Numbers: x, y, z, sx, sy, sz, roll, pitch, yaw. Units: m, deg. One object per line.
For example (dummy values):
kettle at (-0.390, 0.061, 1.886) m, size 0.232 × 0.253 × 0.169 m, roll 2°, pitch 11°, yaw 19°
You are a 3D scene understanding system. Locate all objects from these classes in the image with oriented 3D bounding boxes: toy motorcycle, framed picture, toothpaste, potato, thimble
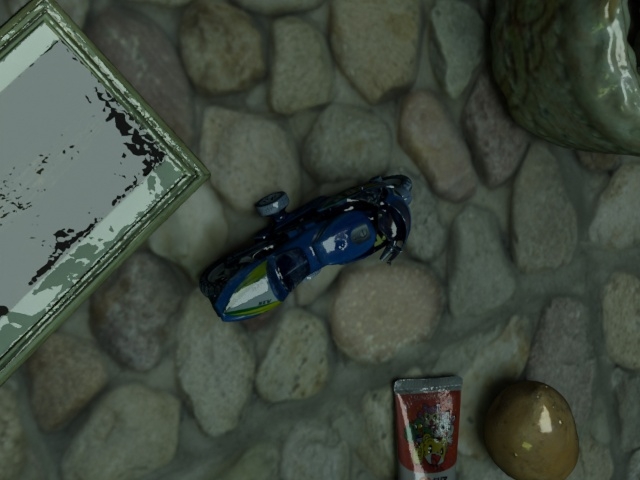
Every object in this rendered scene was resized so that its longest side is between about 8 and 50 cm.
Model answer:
toy motorcycle at (0.000, 0.000, 0.871) m, size 0.254 × 0.135 × 0.092 m, roll -29°, pitch 111°, yaw -19°
framed picture at (-0.268, -0.038, 0.798) m, size 0.293 × 0.018 × 0.231 m, roll -47°, pitch 115°, yaw -11°
toothpaste at (0.120, 0.272, 1.033) m, size 0.089 × 0.057 × 0.234 m, roll 0°, pitch 91°, yaw -23°
potato at (0.248, 0.227, 1.057) m, size 0.112 × 0.112 × 0.147 m, roll -37°, pitch 120°, yaw -16°
thimble at (0.332, -0.240, 0.960) m, size 0.292 × 0.195 × 0.291 m, roll -6°, pitch 103°, yaw -27°
